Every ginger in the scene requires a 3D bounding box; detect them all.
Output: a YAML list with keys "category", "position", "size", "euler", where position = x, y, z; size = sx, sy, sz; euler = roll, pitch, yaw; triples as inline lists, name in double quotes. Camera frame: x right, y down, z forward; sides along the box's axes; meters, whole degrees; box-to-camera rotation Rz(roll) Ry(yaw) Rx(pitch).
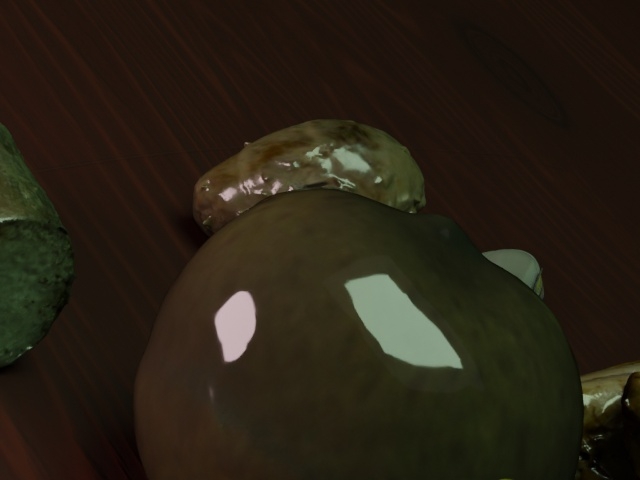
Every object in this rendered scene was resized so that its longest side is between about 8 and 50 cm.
- category: "ginger"
  position: [0.000, 0.000, 1.977]
  size: [0.245, 0.155, 0.304]
  euler: [8, 39, -14]

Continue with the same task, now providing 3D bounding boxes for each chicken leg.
- category: "chicken leg"
  position: [0.362, 0.161, 1.822]
  size: [0.409, 0.295, 0.182]
  euler: [-17, 69, -14]

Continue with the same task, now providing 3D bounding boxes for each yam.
- category: "yam"
  position: [-0.329, -0.044, 1.676]
  size: [0.168, 0.168, 0.304]
  euler: [6, 38, -44]

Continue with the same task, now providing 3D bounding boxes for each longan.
- category: "longan"
  position: [0.034, 0.130, 1.586]
  size: [0.361, 0.361, 0.361]
  euler: [26, 26, -14]

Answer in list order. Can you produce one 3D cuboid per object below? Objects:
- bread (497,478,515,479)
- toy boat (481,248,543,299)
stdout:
- category: "bread"
  position: [0.195, 0.343, 1.454]
  size: [0.383, 0.166, 0.112]
  euler: [49, -12, -23]
- category: "toy boat"
  position: [0.159, 0.097, 2.023]
  size: [0.141, 0.141, 0.269]
  euler: [37, 26, 8]
